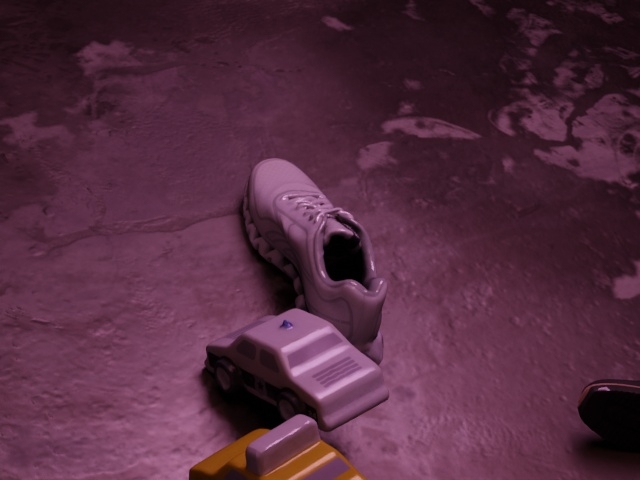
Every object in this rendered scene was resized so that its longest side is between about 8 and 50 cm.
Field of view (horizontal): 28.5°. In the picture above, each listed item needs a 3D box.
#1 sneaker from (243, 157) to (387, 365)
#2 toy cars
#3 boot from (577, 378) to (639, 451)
[{"bbox_3d":[0.000,0.000,1.325,0.110,0.118,0.292,-9,46,-22],"label":"sneaker"},{"bbox_3d":[-0.027,0.145,1.088,0.176,0.087,0.393,-6,24,1],"label":"toy cars"},{"bbox_3d":[0.343,0.148,1.309,0.198,0.077,0.137,16,36,-20],"label":"boot"}]
